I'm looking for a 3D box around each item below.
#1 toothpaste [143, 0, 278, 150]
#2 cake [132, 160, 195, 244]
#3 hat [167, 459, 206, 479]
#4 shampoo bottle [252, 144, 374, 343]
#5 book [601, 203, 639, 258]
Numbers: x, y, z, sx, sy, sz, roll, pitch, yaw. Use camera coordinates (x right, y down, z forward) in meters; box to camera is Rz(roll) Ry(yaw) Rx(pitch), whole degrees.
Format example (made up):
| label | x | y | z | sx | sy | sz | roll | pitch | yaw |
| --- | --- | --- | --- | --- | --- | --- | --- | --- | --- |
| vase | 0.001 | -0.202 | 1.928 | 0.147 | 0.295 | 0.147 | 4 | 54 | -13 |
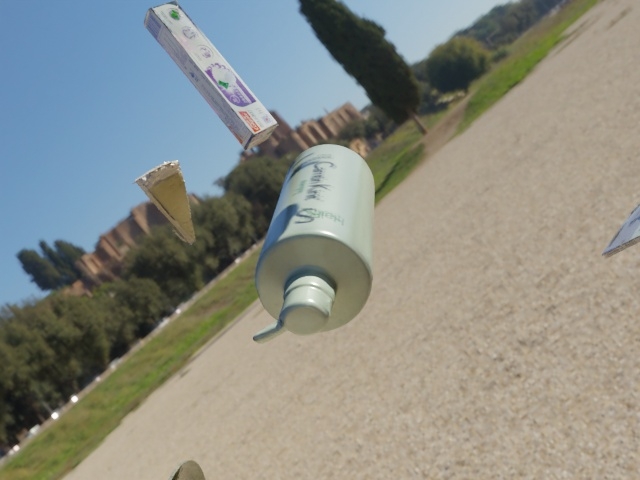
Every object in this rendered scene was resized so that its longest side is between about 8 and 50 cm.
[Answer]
| label | x | y | z | sx | sy | sz | roll | pitch | yaw |
| --- | --- | --- | --- | --- | --- | --- | --- | --- | --- |
| toothpaste | -0.130 | -0.193 | 0.960 | 0.047 | 0.196 | 0.040 | -35 | -6 | -43 |
| cake | -0.201 | -0.051 | 1.158 | 0.065 | 0.121 | 0.052 | -40 | 16 | -20 |
| hat | -0.214 | 0.381 | 0.959 | 0.110 | 0.252 | 0.252 | 2 | 10 | 9 |
| shampoo bottle | 0.000 | 0.000 | 0.652 | 0.085 | 0.085 | 0.262 | -40 | 15 | 18 |
| book | 0.534 | -0.040 | 1.335 | 0.127 | 0.014 | 0.181 | -50 | -2 | -18 |
